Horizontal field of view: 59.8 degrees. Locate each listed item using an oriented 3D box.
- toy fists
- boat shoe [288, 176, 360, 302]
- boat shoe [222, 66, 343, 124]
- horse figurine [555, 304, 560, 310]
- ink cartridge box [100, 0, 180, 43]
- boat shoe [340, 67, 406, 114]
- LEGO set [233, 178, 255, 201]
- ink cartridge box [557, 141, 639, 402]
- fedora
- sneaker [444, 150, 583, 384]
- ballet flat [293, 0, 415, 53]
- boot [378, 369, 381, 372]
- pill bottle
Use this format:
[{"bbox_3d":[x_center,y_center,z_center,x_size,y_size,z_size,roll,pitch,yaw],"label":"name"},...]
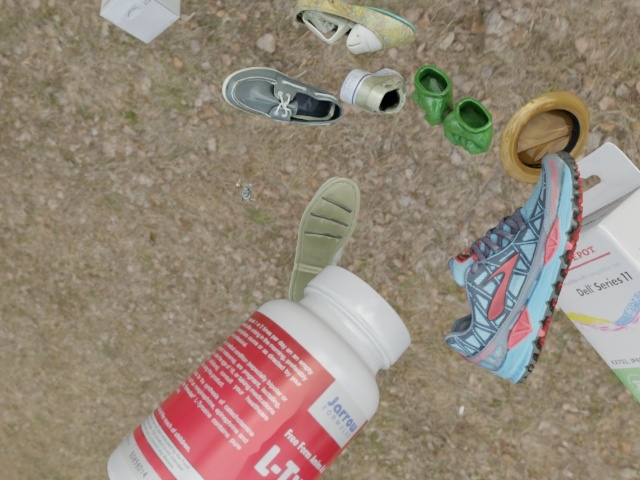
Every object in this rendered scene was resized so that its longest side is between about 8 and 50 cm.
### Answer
[{"bbox_3d":[0.346,-0.336,1.476,0.279,0.096,0.142,48,180,24],"label":"toy fists"},{"bbox_3d":[0.000,0.000,1.192,0.113,0.103,0.302,20,106,-5],"label":"boat shoe"},{"bbox_3d":[-0.082,-0.349,1.373,0.099,0.320,0.116,39,118,49],"label":"boat shoe"},{"bbox_3d":[0.523,0.032,1.270,0.066,0.263,0.174,-15,140,24],"label":"horse figurine"},{"bbox_3d":[-0.403,-0.569,1.257,0.128,0.176,0.127,-21,151,34],"label":"ink cartridge box"},{"bbox_3d":[0.140,-0.321,1.251,0.094,0.302,0.109,35,117,15],"label":"boat shoe"},{"bbox_3d":[-0.204,-0.132,1.482,0.083,0.054,0.023,23,178,29],"label":"LEGO set"},{"bbox_3d":[0.441,0.057,0.800,0.353,0.119,0.207,52,163,8],"label":"ink cartridge box"},{"bbox_3d":[0.419,-0.204,1.076,0.194,0.079,0.194,-8,119,-14],"label":"fedora"},{"bbox_3d":[0.204,0.026,0.611,0.125,0.104,0.261,17,104,21],"label":"sneaker"},{"bbox_3d":[0.073,-0.541,1.413,0.349,0.123,0.123,32,137,23],"label":"ballet flat"},{"bbox_3d":[0.039,0.229,1.020,0.076,0.189,0.209,14,168,-38],"label":"boot"},{"bbox_3d":[-0.068,0.234,0.786,0.229,0.408,0.229,41,164,15],"label":"pill bottle"}]
